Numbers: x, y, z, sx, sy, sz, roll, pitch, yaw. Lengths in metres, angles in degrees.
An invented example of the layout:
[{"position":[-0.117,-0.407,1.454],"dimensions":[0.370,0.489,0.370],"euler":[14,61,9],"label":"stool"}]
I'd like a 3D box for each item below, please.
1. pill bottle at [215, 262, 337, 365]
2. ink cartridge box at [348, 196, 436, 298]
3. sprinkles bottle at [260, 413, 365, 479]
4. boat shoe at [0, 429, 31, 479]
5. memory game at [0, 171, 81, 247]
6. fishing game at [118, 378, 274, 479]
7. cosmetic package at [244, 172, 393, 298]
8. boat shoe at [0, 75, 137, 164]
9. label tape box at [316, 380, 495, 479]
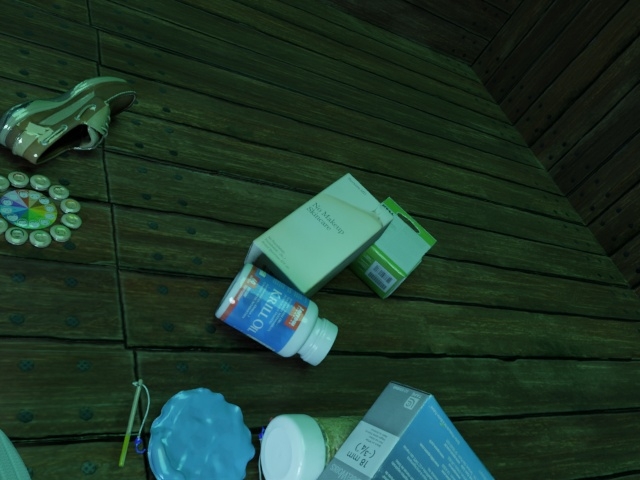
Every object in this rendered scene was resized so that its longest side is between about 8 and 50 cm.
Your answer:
[{"position":[-0.082,0.149,1.148],"dimensions":[0.221,0.124,0.124],"euler":[31,37,-8],"label":"pill bottle"},{"position":[0.174,0.012,1.539],"dimensions":[0.189,0.097,0.255],"euler":[43,35,8],"label":"ink cartridge box"},{"position":[0.073,0.368,1.030],"dimensions":[0.355,0.121,0.121],"euler":[13,43,-36],"label":"sprinkles bottle"},{"position":[-0.388,0.370,0.650],"dimensions":[0.335,0.119,0.121],"euler":[62,8,27],"label":"boat shoe"},{"position":[-0.537,-0.061,1.087],"dimensions":[0.186,0.012,0.186],"euler":[22,39,-19],"label":"memory game"},{"position":[-0.189,0.331,0.936],"dimensions":[0.264,0.041,0.189],"euler":[22,46,-30],"label":"fishing game"},{"position":[0.000,0.000,1.312],"dimensions":[0.160,0.113,0.309],"euler":[44,57,9],"label":"cosmetic package"},{"position":[-0.509,-0.243,1.234],"dimensions":[0.120,0.122,0.324],"euler":[46,45,2],"label":"boat shoe"},{"position":[0.103,0.428,0.912],"dimensions":[0.333,0.106,0.240],"euler":[-47,116,-24],"label":"label tape box"}]
